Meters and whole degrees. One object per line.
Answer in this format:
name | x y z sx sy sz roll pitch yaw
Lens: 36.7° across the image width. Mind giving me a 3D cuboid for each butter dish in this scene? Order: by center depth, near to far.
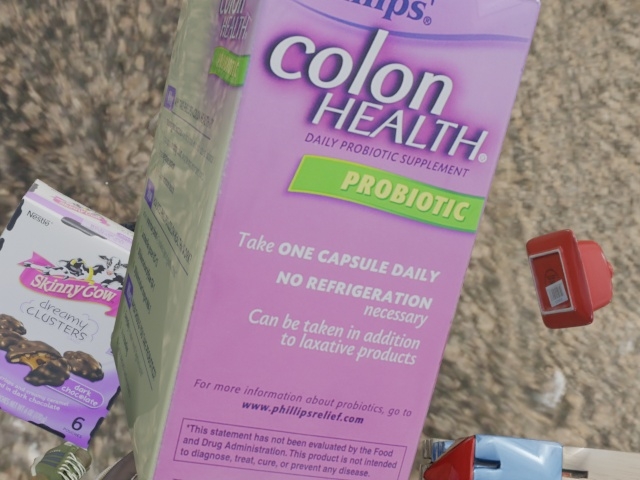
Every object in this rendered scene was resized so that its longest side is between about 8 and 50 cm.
butter dish | 0.432 0.060 1.605 0.118 0.160 0.159 -9 84 -19

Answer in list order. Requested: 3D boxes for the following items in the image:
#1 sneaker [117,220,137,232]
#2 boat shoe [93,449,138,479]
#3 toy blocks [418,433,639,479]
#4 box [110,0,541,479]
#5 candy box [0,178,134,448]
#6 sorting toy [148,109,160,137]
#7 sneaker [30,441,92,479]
sneaker | -0.226 0.017 1.241 0.051 0.170 0.089 -11 92 -49
boat shoe | -0.081 0.188 0.761 0.097 0.324 0.116 -39 84 27
toy blocks | 0.180 0.193 0.652 0.261 0.381 0.190 6 77 -1
box | -0.019 -0.017 0.489 0.117 0.213 0.242 10 99 -18
candy box | -0.243 0.069 0.903 0.165 0.070 0.196 29 102 -13
sorting toy | -0.100 -0.106 1.146 0.307 0.041 0.229 -50 127 -8
sneaker | -0.404 0.358 1.522 0.086 0.192 0.064 -29 99 -12
